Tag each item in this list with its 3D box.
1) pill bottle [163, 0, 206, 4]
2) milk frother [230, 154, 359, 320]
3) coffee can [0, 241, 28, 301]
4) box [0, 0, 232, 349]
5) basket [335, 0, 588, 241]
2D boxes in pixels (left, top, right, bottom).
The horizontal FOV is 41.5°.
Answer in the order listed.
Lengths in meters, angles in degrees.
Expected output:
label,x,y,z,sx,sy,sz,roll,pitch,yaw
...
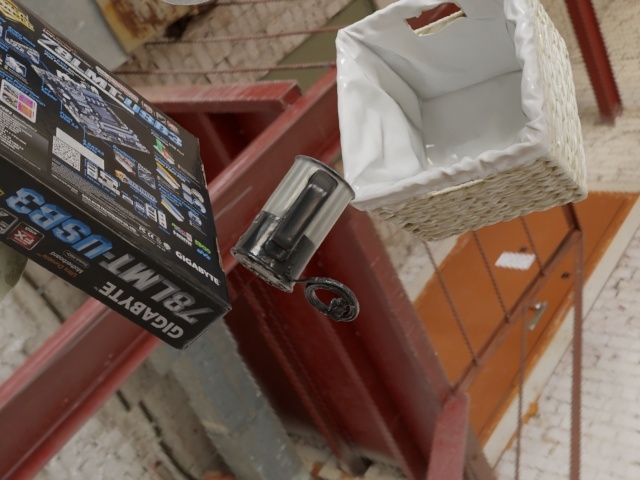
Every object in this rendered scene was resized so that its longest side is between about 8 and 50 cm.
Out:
label,x,y,z,sx,sy,sz,roll,pitch,yaw
pill bottle,-0.172,-0.408,1.013,0.131,0.131,0.229,135,-51,-58
milk frother,0.000,0.000,0.938,0.143,0.135,0.129,39,-13,-21
coffee can,-0.406,0.040,0.765,0.201,0.201,0.275,47,-47,-7
box,-0.220,-0.080,0.760,0.295,0.073,0.293,38,18,-36
basket,0.229,-0.200,1.347,0.328,0.332,0.266,-17,-27,31
